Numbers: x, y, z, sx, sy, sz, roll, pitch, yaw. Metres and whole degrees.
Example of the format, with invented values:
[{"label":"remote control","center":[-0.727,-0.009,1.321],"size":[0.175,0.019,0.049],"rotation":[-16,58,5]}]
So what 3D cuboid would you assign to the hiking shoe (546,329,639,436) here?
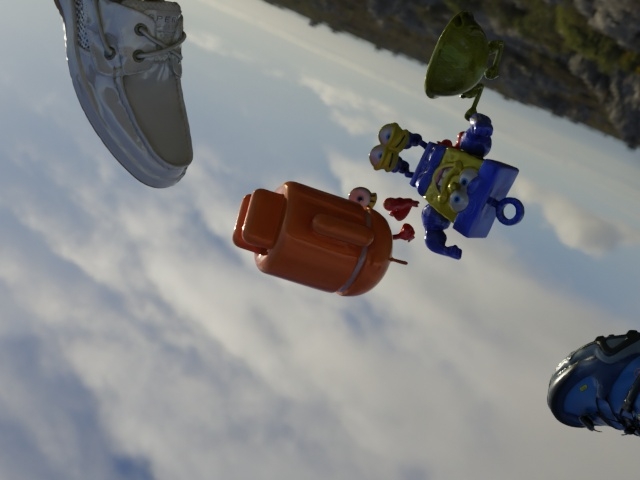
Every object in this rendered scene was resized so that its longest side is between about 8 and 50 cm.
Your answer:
[{"label":"hiking shoe","center":[0.340,0.165,0.961],"size":[0.113,0.132,0.304],"rotation":[40,146,-23]}]

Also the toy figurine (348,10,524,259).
[{"label":"toy figurine","center":[0.215,-0.102,1.340],"size":[0.191,0.362,0.217],"rotation":[10,-159,-49]}]

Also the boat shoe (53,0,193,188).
[{"label":"boat shoe","center":[-0.167,-0.185,0.869],"size":[0.098,0.096,0.277],"rotation":[-22,-89,-59]}]

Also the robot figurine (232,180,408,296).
[{"label":"robot figurine","center":[-0.001,0.000,1.267],"size":[0.219,0.158,0.128],"rotation":[18,-142,-18]}]
